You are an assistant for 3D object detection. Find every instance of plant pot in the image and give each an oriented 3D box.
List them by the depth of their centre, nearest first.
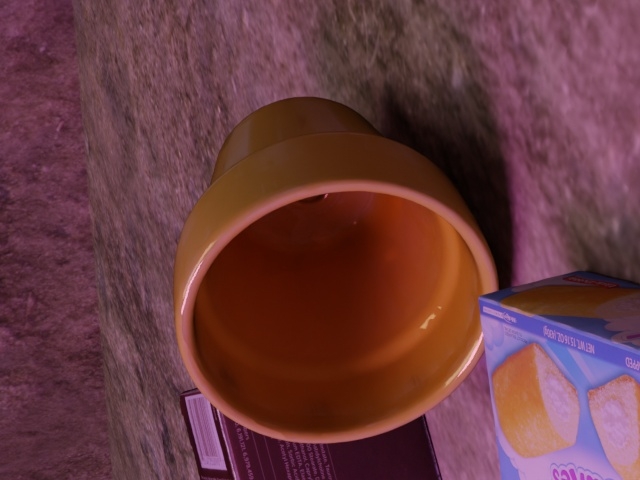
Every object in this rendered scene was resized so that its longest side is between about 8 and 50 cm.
[{"bbox_3d":[0.000,0.000,0.909,0.239,0.254,0.254,-104,12,-56],"label":"plant pot"}]

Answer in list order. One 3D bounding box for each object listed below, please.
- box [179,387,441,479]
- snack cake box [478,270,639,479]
[{"bbox_3d":[-0.015,0.206,1.089,0.168,0.203,0.167,149,107,-69],"label":"box"},{"bbox_3d":[0.202,0.117,0.624,0.264,0.089,0.152,-163,63,-67],"label":"snack cake box"}]
